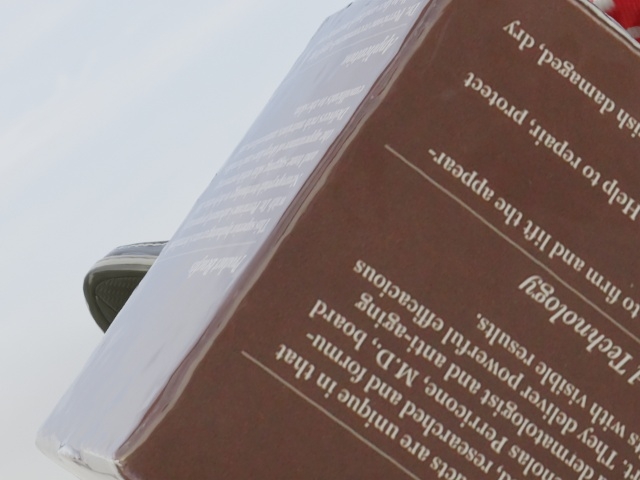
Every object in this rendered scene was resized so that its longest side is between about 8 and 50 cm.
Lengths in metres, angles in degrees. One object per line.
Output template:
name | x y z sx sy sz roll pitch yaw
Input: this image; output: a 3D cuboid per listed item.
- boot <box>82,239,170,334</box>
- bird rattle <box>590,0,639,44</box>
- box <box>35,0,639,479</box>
boot | 0.001 0.001 1.057 0.236 0.085 0.178 5 40 16
bird rattle | 0.195 -0.016 0.691 0.143 0.207 0.253 -18 17 -37
box | 0.037 0.035 0.627 0.203 0.167 0.168 -56 12 -12
